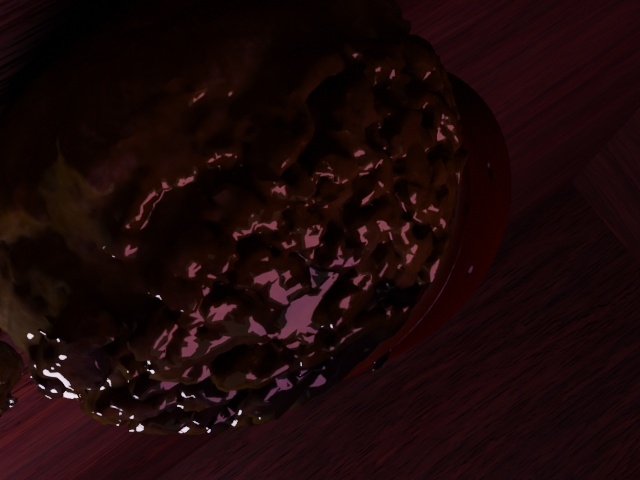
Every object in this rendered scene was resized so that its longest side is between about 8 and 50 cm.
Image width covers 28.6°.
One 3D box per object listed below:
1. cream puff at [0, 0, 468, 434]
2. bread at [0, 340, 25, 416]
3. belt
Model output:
[{"bbox_3d":[-0.052,-0.011,0.769,0.327,0.231,0.343,-36,170,-30],"label":"cream puff"},{"bbox_3d":[-0.297,0.133,1.031,0.113,0.060,0.082,-41,172,25],"label":"bread"},{"bbox_3d":[0.000,0.000,0.992,0.324,0.227,0.115,-44,166,24],"label":"belt"}]
